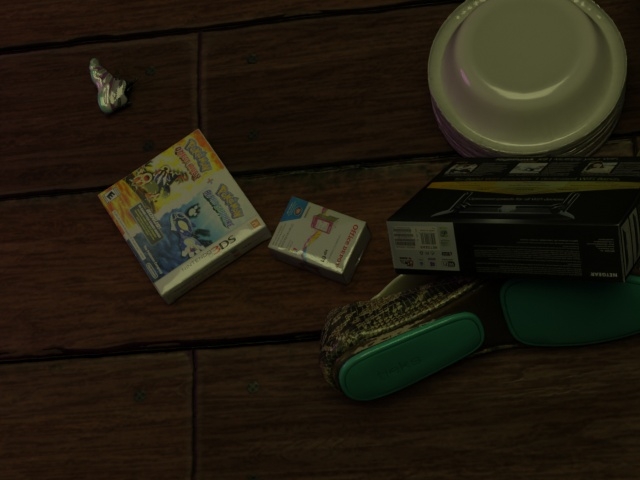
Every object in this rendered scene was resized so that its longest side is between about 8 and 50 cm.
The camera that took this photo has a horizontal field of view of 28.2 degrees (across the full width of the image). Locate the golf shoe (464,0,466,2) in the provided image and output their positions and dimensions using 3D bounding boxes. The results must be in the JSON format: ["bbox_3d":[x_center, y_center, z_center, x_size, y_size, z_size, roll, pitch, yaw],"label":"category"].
[{"bbox_3d":[0.332,-0.443,1.919,0.272,0.120,0.105,-24,67,2],"label":"golf shoe"}]

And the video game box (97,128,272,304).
[{"bbox_3d":[-0.203,-0.037,1.899,0.187,0.048,0.205,-33,66,-6],"label":"video game box"}]

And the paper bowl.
[{"bbox_3d":[0.296,-0.245,1.830,0.284,0.148,0.284,-4,66,9],"label":"paper bowl"}]

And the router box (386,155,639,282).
[{"bbox_3d":[0.275,-0.034,1.660,0.308,0.081,0.243,2,24,30],"label":"router box"}]

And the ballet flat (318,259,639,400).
[{"bbox_3d":[0.224,0.075,1.724,0.482,0.164,0.182,-16,41,6],"label":"ballet flat"}]

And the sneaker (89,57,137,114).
[{"bbox_3d":[-0.324,-0.251,2.016,0.069,0.038,0.098,-19,75,2],"label":"sneaker"}]

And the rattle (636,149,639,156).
[{"bbox_3d":[0.493,-0.030,1.748,0.199,0.130,0.143,38,90,-5],"label":"rattle"}]

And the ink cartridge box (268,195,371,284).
[{"bbox_3d":[0.000,0.000,1.839,0.122,0.052,0.089,20,73,17],"label":"ink cartridge box"}]
